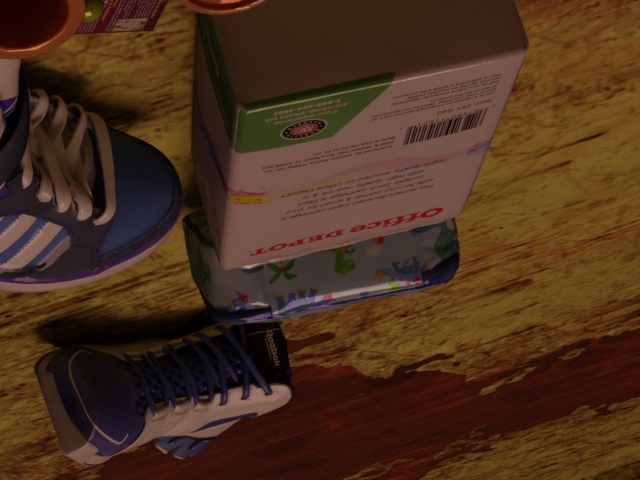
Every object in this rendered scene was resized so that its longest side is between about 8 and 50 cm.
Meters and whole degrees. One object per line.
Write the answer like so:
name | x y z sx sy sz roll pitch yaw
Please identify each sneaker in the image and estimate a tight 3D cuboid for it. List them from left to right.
sneaker | -0.203 -0.063 1.215 0.322 0.130 0.236 2 157 -29
sneaker | -0.134 0.131 1.820 0.182 0.127 0.315 -29 164 20

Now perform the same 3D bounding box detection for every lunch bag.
lunch bag | 0.000 0.000 1.528 0.219 0.090 0.176 -13 -165 -11

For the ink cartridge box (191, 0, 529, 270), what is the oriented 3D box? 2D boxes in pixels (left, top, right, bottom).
ink cartridge box | 0.016 -0.098 1.320 0.201 0.117 0.278 -13 159 -11

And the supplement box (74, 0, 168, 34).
supplement box | -0.139 -0.160 1.142 0.083 0.043 0.055 -5 155 -27

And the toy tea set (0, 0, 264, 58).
toy tea set | -0.165 -0.147 0.991 0.336 0.124 0.200 -15 147 -8
